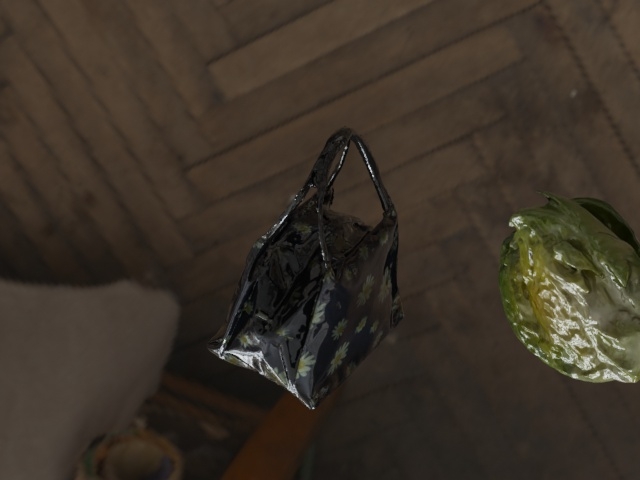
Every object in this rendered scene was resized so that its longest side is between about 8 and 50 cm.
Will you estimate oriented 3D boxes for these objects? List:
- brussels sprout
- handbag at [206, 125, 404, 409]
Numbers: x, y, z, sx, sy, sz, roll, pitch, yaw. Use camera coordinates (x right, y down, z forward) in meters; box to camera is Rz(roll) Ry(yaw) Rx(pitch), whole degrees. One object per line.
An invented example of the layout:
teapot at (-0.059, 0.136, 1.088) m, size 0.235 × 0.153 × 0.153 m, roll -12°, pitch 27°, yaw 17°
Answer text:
brussels sprout at (0.210, 0.040, 1.380) m, size 0.181 × 0.100 × 0.139 m, roll 39°, pitch 126°, yaw 33°
handbag at (0.000, 0.000, 0.918) m, size 0.072 × 0.115 × 0.139 m, roll 23°, pitch 126°, yaw 22°
